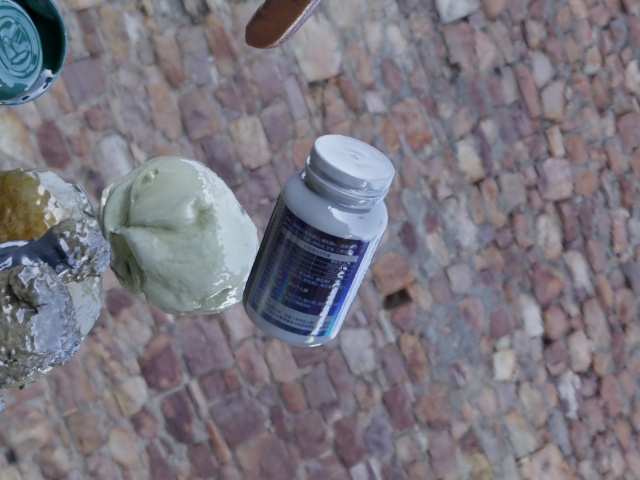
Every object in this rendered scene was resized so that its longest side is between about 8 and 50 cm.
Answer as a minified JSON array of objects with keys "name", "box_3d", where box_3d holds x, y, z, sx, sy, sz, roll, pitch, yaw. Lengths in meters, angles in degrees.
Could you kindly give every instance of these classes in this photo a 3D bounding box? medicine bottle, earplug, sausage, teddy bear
[{"name":"medicine bottle","box_3d":[0.000,0.000,0.941,0.107,0.107,0.191,56,-46,45]},{"name":"earplug","box_3d":[-0.434,-0.256,1.199,0.280,0.258,0.163,14,-83,60]},{"name":"sausage","box_3d":[-0.039,-0.445,1.754,0.094,0.097,0.348,45,-36,0]},{"name":"teddy bear","box_3d":[-0.256,0.057,0.811,0.251,0.129,0.181,-164,-88,-79]}]

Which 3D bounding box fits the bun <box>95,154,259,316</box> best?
[{"name":"bun","box_3d":[-0.209,0.011,1.360,0.259,0.160,0.259,31,-34,23]}]

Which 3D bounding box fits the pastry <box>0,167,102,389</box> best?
[{"name":"pastry","box_3d":[-0.435,0.040,1.338,0.136,0.330,0.329,21,38,-61]}]
